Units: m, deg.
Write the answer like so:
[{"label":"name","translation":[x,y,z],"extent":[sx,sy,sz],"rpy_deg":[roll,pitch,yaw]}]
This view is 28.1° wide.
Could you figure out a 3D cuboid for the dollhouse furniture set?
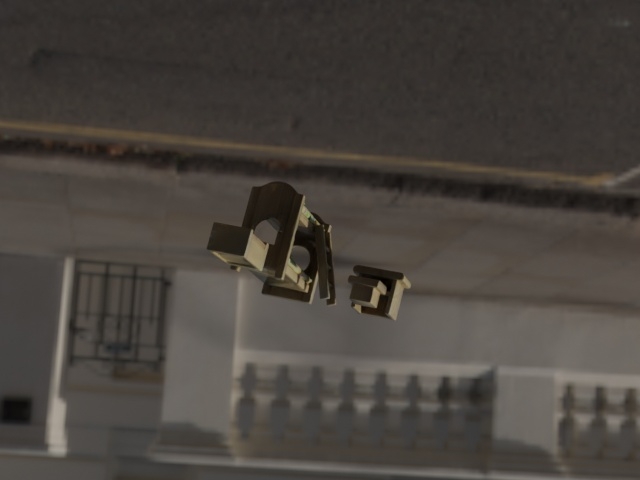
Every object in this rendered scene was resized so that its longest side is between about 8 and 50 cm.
[{"label":"dollhouse furniture set","translation":[0.000,0.000,1.298],"extent":[0.161,0.101,0.182],"rpy_deg":[10,167,18]}]
